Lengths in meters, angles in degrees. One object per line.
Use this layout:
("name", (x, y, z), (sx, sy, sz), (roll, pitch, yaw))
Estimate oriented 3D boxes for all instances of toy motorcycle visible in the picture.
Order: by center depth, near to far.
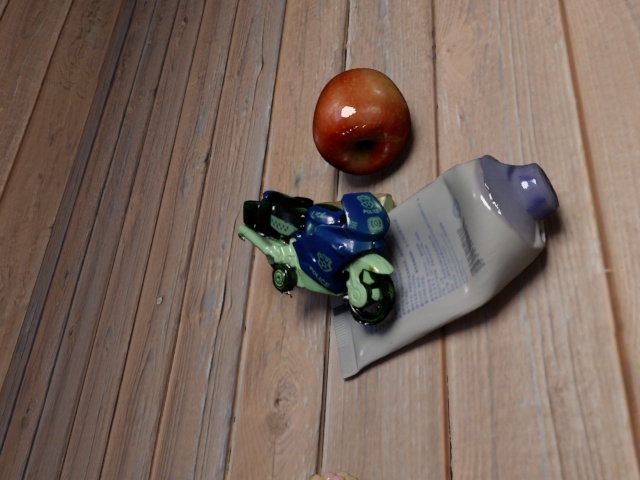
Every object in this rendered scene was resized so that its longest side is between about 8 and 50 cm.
("toy motorcycle", (0.000, 0.000, 0.813), (0.331, 0.125, 0.196), (26, 114, 46))

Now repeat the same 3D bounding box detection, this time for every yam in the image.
("yam", (0.019, -0.049, 0.946), (0.274, 0.061, 0.061), (-5, 66, 41))

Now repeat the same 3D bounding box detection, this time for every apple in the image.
("apple", (0.070, -0.212, 0.887), (0.181, 0.181, 0.168), (-32, 53, 29))

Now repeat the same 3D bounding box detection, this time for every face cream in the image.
("face cream", (0.152, 0.027, 0.751), (0.420, 0.137, 0.234), (-37, 50, 35))

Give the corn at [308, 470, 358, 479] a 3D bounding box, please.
("corn", (0.099, 0.398, 0.598), (0.335, 0.127, 0.126), (11, 78, 48))
